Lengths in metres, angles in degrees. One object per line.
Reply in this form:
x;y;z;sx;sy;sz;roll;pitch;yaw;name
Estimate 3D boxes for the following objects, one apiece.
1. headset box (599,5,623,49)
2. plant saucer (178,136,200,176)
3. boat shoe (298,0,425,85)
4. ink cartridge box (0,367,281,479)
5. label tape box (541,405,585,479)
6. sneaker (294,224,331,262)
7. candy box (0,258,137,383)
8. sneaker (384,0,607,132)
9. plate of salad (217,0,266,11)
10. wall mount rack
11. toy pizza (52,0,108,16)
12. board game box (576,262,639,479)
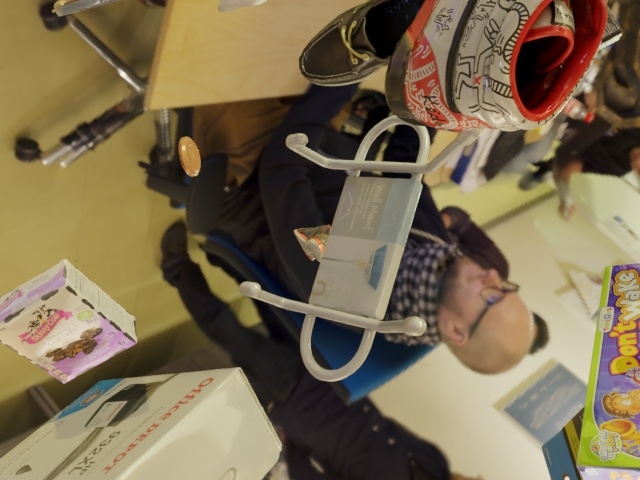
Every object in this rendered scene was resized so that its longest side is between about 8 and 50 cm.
0.250;-0.211;0.740;0.083;0.062;0.032;-29;173;12;headset box
-0.268;-0.174;1.513;0.013;0.083;0.083;-11;160;16;plant saucer
0.065;-0.234;0.819;0.228;0.081;0.069;-18;-175;29;boat shoe
-0.238;0.276;0.901;0.308;0.129;0.223;-14;-163;40;ink cartridge box
0.515;0.367;1.187;0.106;0.240;0.333;8;136;-14;label tape box
0.000;0.000;1.372;0.065;0.158;0.061;-33;111;-10;sneaker
-0.447;0.145;1.276;0.165;0.070;0.196;-29;135;8;candy box
0.148;-0.203;0.516;0.090;0.145;0.270;19;92;-35;sneaker
-0.027;-0.300;0.747;0.200;0.048;0.200;-32;-169;7;plate of salad
0.055;-0.008;0.836;0.130;0.304;0.350;26;77;-43;wall mount rack
-0.216;-0.303;0.852;0.201;0.201;0.032;-31;115;-34;toy pizza
0.477;0.167;0.939;0.078;0.233;0.347;58;41;-30;board game box
